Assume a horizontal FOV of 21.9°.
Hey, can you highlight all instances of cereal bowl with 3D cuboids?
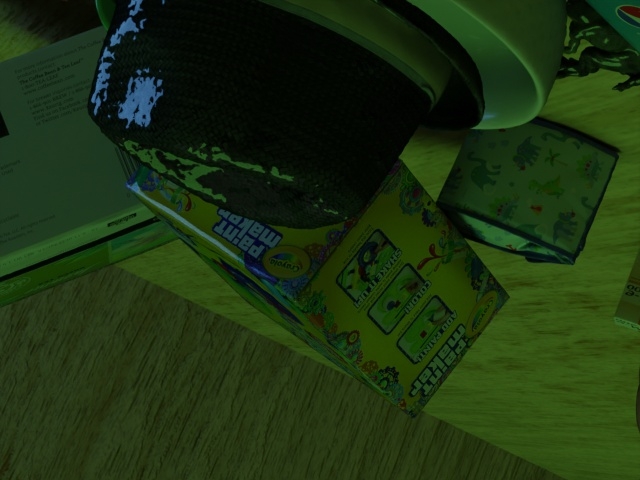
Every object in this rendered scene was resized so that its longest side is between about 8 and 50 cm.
[{"bbox_3d":[0.037,-0.221,1.264,0.339,0.141,0.339,22,167,5],"label":"cereal bowl"}]

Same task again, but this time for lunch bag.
[{"bbox_3d":[0.214,-0.052,1.687,0.151,0.129,0.096,17,165,26],"label":"lunch bag"}]

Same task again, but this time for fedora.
[{"bbox_3d":[-0.053,-0.109,1.219,0.334,0.152,0.334,22,167,5],"label":"fedora"}]

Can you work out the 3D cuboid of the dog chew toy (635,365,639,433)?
[{"bbox_3d":[0.486,0.178,2.049,0.206,0.206,0.332,17,159,25],"label":"dog chew toy"}]

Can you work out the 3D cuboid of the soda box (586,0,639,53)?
[{"bbox_3d":[0.267,-0.174,1.224,0.071,0.067,0.210,8,161,47],"label":"soda box"}]

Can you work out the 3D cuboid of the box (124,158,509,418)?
[{"bbox_3d":[0.000,0.000,1.749,0.290,0.177,0.279,32,170,42],"label":"box"}]

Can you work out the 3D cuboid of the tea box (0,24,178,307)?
[{"bbox_3d":[-0.325,-0.078,1.970,0.329,0.220,0.323,-21,174,-9],"label":"tea box"}]

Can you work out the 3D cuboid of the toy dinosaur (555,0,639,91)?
[{"bbox_3d":[0.253,-0.155,1.359,0.268,0.064,0.118,23,162,-18],"label":"toy dinosaur"}]

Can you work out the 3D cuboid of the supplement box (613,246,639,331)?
[{"bbox_3d":[0.387,0.059,1.924,0.062,0.098,0.036,18,167,18],"label":"supplement box"}]

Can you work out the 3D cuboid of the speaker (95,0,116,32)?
[{"bbox_3d":[-0.104,-0.200,1.534,0.131,0.131,0.296,19,180,15],"label":"speaker"}]
